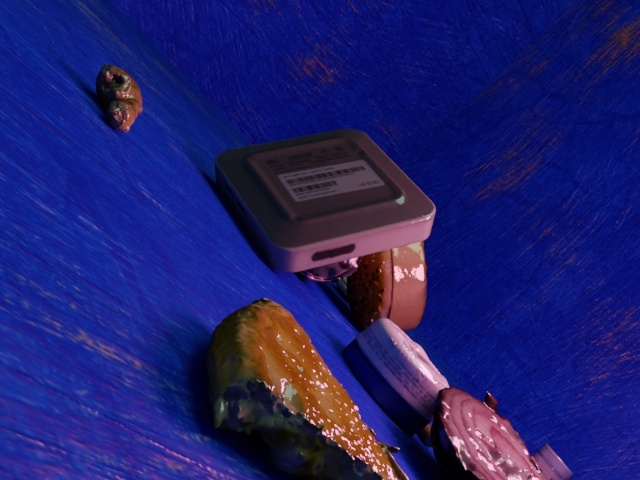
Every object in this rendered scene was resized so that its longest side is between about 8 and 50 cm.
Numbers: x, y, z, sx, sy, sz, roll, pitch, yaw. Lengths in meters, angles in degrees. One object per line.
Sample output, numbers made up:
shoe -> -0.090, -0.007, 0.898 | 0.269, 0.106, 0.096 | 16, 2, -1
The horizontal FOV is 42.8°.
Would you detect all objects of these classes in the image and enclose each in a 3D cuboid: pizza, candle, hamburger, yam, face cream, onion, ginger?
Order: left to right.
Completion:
ginger -> -0.323, -0.233, 1.306 | 0.165, 0.067, 0.096 | -123, -168, -66
pizza -> -0.004, 0.187, 0.767 | 0.288, 0.075, 0.280 | 50, 8, 1
candle -> 0.008, -0.009, 1.893 | 0.187, 0.187, 0.330 | 48, 2, -4
hamburger -> 0.155, 0.090, 1.999 | 0.176, 0.300, 0.300 | 4, 12, -6
face cream -> 0.146, 0.242, 1.500 | 0.206, 0.111, 0.206 | 46, 6, -6
yam -> 0.189, 0.343, 1.563 | 0.032, 0.032, 0.145 | 47, 5, -23
onion -> 0.261, 0.379, 1.344 | 0.280, 0.146, 0.314 | 30, 21, -30

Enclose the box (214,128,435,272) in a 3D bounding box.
box -> 0.002, -0.101, 1.694 | 0.373, 0.367, 0.090 | 53, -34, 42

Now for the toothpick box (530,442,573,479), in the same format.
toothpick box -> 0.536, 0.591, 2.030 | 0.101, 0.153, 0.101 | 47, 4, -4

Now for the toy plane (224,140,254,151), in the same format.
toy plane -> -0.157, -0.154, 2.134 | 0.271, 0.105, 0.254 | 54, 12, 19

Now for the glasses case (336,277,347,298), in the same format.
glasses case -> 0.094, 0.144, 2.282 | 0.081, 0.051, 0.204 | 51, 5, 24
